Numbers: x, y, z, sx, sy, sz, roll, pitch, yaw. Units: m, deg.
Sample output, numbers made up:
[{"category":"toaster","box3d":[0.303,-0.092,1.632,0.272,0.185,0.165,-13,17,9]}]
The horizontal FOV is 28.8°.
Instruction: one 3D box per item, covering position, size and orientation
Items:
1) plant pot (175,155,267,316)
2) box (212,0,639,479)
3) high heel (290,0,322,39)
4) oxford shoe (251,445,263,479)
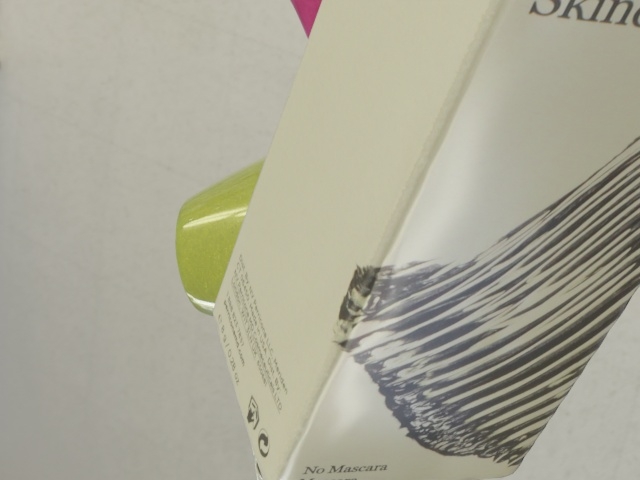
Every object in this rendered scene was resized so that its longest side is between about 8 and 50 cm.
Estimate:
[{"category":"plant pot","box3d":[0.000,0.000,1.374,0.294,0.275,0.274,-8,96,17]},{"category":"box","box3d":[0.055,-0.033,0.410,0.275,0.113,0.094,111,149,-42]},{"category":"high heel","box3d":[-0.069,-0.380,1.517,0.181,0.127,0.377,-11,87,14]},{"category":"oxford shoe","box3d":[-0.013,0.363,1.830,0.130,0.169,0.449,-112,5,-45]}]
